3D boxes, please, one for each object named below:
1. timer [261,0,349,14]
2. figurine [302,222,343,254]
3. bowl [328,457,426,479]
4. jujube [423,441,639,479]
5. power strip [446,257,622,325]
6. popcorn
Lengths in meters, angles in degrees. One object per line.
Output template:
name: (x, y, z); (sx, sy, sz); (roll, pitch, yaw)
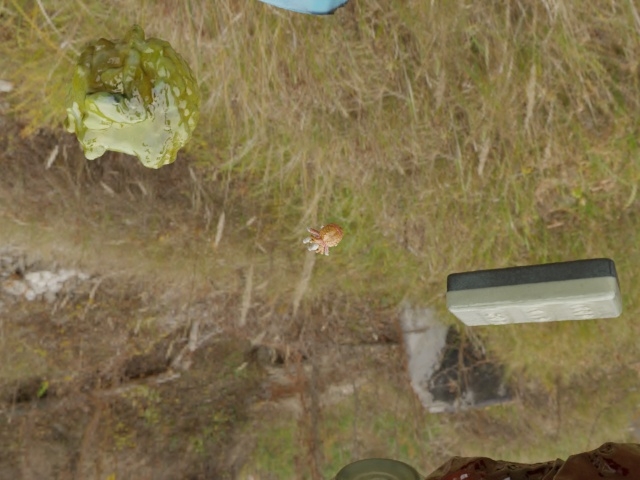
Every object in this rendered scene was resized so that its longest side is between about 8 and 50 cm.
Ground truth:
timer: (-0.079, -0.244, 0.448); (0.249, 0.232, 0.092); (19, 120, 5)
figurine: (0.000, 0.000, 1.204); (0.064, 0.047, 0.109); (53, 148, -10)
bowl: (0.077, 0.361, 0.868); (0.211, 0.112, 0.211); (-2, -169, 0)
jujube: (0.169, 0.231, 0.423); (0.212, 0.213, 0.232); (15, 151, -37)
power strip: (0.319, 0.085, 1.019); (0.256, 0.070, 0.105); (-7, 154, 28)
popcorn: (-0.235, -0.170, 0.824); (0.173, 0.142, 0.174); (-17, 140, -15)
